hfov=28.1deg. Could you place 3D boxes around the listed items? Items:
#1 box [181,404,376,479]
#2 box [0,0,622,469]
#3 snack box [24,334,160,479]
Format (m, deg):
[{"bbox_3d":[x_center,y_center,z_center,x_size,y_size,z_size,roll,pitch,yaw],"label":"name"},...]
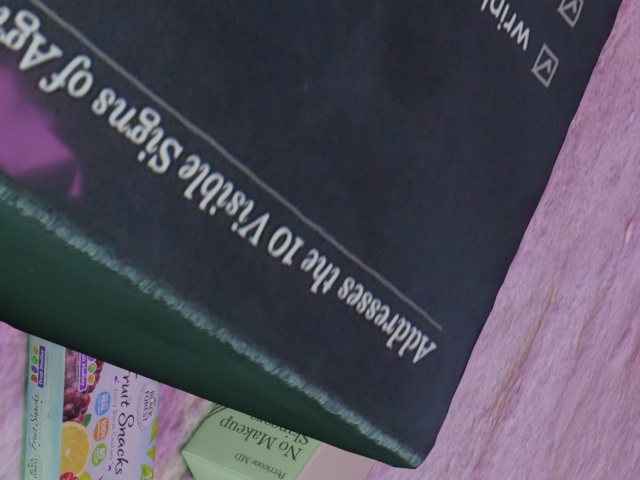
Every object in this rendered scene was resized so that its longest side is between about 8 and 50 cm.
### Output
[{"bbox_3d":[0.012,0.117,1.079,0.275,0.113,0.094,-54,143,-32],"label":"box"},{"bbox_3d":[-0.092,-0.235,0.488,0.480,0.297,0.472,39,69,-44],"label":"box"},{"bbox_3d":[-0.155,0.119,0.881,0.100,0.037,0.141,-19,120,-55],"label":"snack box"}]
